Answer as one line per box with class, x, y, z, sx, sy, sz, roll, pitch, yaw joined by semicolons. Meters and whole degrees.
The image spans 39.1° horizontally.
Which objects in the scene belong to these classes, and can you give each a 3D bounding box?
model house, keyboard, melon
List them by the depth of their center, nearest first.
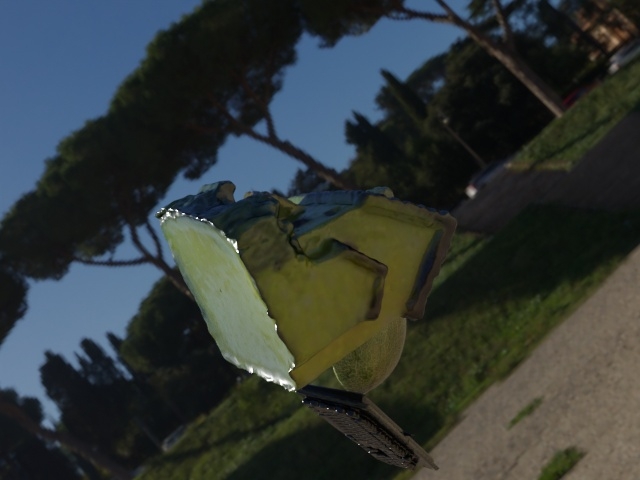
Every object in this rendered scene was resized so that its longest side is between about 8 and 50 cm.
model house;0.000;0.000;0.779;0.211;0.170;0.194;-29;11;-21
keyboard;0.056;0.204;0.961;0.230;0.093;0.025;48;-125;-52
melon;0.076;0.148;1.240;0.079;0.128;0.160;-6;-8;32
